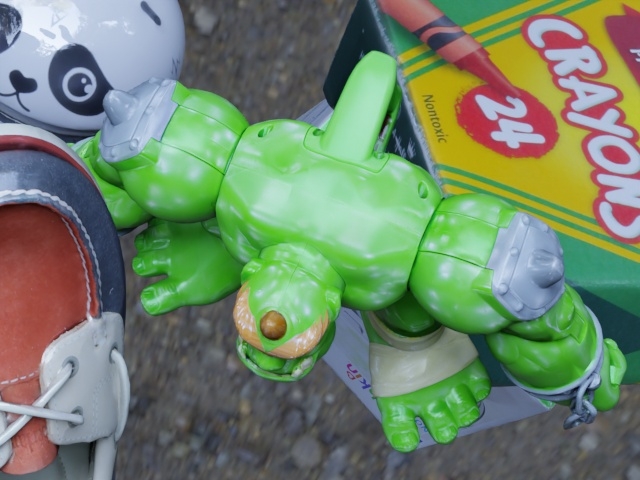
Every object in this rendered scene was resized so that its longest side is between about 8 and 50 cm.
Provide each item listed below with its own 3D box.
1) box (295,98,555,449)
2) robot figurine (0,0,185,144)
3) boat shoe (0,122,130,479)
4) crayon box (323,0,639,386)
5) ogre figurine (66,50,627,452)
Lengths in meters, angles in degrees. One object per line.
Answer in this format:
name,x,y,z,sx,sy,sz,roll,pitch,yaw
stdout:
box,0.067,0.012,1.440,0.262,0.231,0.127,48,63,-7
robot figurine,-0.198,-0.091,1.300,0.209,0.278,0.173,-7,58,-33
boat shoe,-0.063,0.034,0.396,0.049,0.137,0.043,-7,48,-14
crayon box,0.181,-0.030,0.951,0.318,0.081,0.202,0,49,-21
ogre figurine,0.000,0.000,0.584,0.197,0.118,0.097,39,76,12
